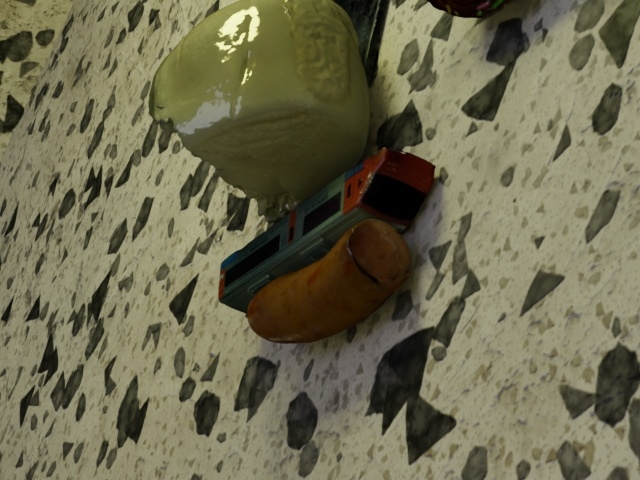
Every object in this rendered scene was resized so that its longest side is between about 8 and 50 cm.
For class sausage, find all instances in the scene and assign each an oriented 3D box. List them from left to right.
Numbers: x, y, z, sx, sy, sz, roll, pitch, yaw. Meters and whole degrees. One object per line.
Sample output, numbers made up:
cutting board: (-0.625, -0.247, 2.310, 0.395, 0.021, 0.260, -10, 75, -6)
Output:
sausage: (0.006, 0.064, 1.638, 0.270, 0.109, 0.108, -30, 45, 49)

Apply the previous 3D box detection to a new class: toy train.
toy train: (0.000, 0.000, 1.718, 0.409, 0.086, 0.089, -33, 44, 50)

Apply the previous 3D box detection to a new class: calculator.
calculator: (0.043, -0.296, 1.935, 0.161, 0.021, 0.261, -19, 54, 58)

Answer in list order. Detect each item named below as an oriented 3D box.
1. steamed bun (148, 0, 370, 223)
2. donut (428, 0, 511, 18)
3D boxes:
steamed bun: (-0.088, -0.192, 1.794, 0.273, 0.272, 0.290, -54, 40, 38)
donut: (0.181, -0.385, 1.560, 0.235, 0.089, 0.235, 24, 124, 40)
